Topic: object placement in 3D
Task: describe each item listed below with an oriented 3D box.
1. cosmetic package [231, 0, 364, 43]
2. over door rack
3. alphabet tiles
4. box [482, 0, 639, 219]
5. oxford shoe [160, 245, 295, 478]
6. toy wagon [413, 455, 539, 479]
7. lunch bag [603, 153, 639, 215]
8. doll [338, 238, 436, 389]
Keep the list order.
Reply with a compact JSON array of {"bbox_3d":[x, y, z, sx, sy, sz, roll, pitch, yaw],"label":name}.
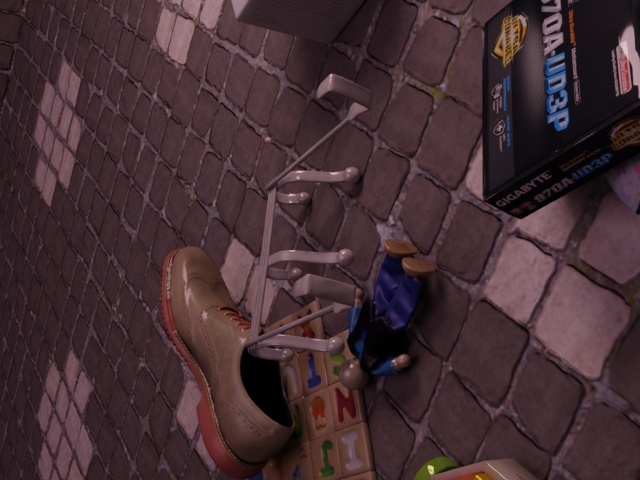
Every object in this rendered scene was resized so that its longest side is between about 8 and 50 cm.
[{"bbox_3d":[-0.017,-0.376,1.084,0.183,0.151,0.151,-44,51,42],"label":"cosmetic package"},{"bbox_3d":[0.000,0.000,0.983,0.324,0.108,0.240,130,148,-66],"label":"over door rack"},{"bbox_3d":[-0.028,0.267,1.117,0.285,0.011,0.343,-33,59,47],"label":"alphabet tiles"},{"bbox_3d":[0.218,-0.149,0.751,0.175,0.051,0.220,-34,40,47],"label":"box"},{"bbox_3d":[-0.116,0.137,1.170,0.130,0.123,0.348,-43,59,31],"label":"oxford shoe"},{"bbox_3d":[0.148,0.384,0.802,0.267,0.068,0.344,37,114,51],"label":"toy wagon"},{"bbox_3d":[0.274,-0.072,0.712,0.083,0.053,0.071,-48,48,25],"label":"lunch bag"},{"bbox_3d":[0.067,0.092,0.982,0.129,0.046,0.189,50,128,46],"label":"doll"}]
